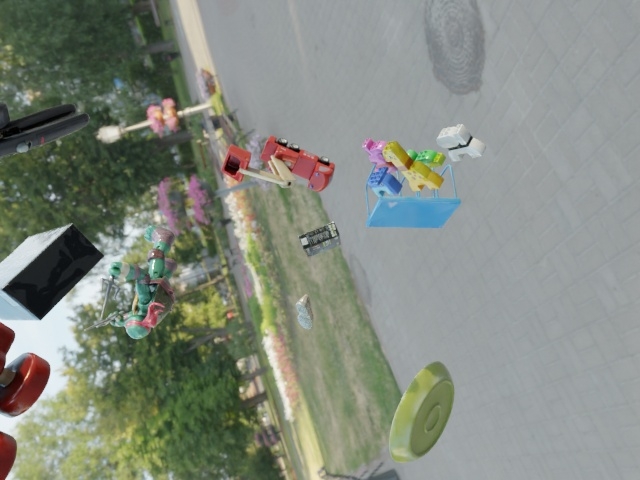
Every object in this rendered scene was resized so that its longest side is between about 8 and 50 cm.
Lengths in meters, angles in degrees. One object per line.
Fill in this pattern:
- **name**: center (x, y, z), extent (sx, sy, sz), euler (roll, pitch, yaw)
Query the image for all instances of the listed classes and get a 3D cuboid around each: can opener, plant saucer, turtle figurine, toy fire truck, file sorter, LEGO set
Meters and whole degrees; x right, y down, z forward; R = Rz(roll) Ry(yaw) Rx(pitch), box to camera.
- **can opener**: center (-0.376, -0.141, 0.735), extent (0.059, 0.186, 0.073), euler (45, 125, 9)
- **plant saucer**: center (0.236, 0.388, 1.271), extent (0.037, 0.241, 0.240), euler (19, 134, 36)
- **turtle figurine**: center (-0.303, 0.090, 0.966), extent (0.234, 0.118, 0.175), euler (-80, 16, -51)
- **toy fire truck**: center (-0.071, -0.133, 1.044), extent (0.135, 0.192, 0.047), euler (-75, 10, -55)
- **toy fire truck**: center (-0.577, 0.260, 0.854), extent (0.169, 0.254, 0.302), euler (47, -142, -38)
- **file sorter**: center (0.188, -0.097, 1.213), extent (0.118, 0.171, 0.104), euler (111, 157, -63)
- **LEGO set**: center (0.128, -0.130, 0.894), extent (0.093, 0.087, 0.227), euler (43, 155, -26)

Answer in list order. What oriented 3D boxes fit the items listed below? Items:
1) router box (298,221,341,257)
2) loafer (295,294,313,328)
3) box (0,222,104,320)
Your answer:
- **router box**: center (0.000, 0.000, 1.378), extent (0.122, 0.092, 0.038), euler (71, 177, -78)
- **loafer**: center (-0.036, 0.189, 1.508), extent (0.045, 0.039, 0.125), euler (20, 147, 20)
- **box**: center (-0.602, 0.071, 1.207), extent (0.261, 0.184, 0.103), euler (-8, 131, 46)
